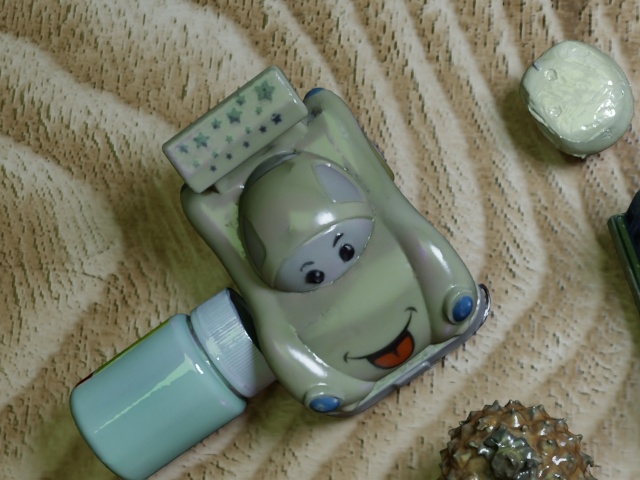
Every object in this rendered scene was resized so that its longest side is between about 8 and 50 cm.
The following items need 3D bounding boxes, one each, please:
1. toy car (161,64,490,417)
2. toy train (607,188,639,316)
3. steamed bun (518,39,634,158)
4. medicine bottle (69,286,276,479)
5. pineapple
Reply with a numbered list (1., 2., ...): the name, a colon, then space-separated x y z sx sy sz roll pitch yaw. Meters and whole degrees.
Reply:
1. toy car: 0.000 0.000 1.342 0.242 0.226 0.336 -35 65 5
2. toy train: 0.401 0.053 1.208 0.131 0.202 0.299 -13 69 -3
3. steamed bun: 0.294 -0.157 1.364 0.112 0.091 0.130 -41 68 9
4. medicine bottle: -0.164 0.166 1.393 0.225 0.139 0.139 -35 66 6
5. pineapple: 0.198 0.236 1.221 0.166 0.193 0.166 -4 71 13
